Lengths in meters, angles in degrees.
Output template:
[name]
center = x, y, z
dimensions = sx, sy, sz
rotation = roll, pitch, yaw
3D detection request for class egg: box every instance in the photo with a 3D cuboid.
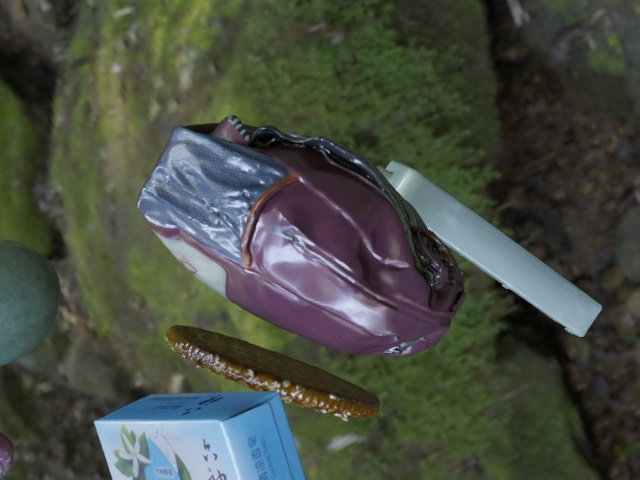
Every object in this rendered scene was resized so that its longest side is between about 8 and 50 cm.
[egg]
center = -0.446, 0.085, 1.888
dimensions = 0.169, 0.236, 0.169
rotation = 13, 111, 36

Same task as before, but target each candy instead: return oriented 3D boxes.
[candy]
center = -0.467, 0.285, 1.930
dimensions = 0.103, 0.103, 0.043
rotation = 95, -176, -48

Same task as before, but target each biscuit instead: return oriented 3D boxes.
[biscuit]
center = -0.064, 0.177, 1.881
dimensions = 0.305, 0.305, 0.038
rotation = 21, 91, 58

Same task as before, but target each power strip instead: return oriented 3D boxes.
[power strip]
center = 0.219, 0.007, 1.917
dimensions = 0.385, 0.062, 0.091
rotation = 34, -179, -23

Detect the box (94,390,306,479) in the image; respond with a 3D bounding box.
[box]
center = -0.118, 0.231, 1.427
dimensions = 0.232, 0.083, 0.143
rotation = -8, 101, 51

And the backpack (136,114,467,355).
[backpack]
center = 0.000, 0.000, 1.445
dimensions = 0.317, 0.197, 0.283
rotation = 27, -176, 14
